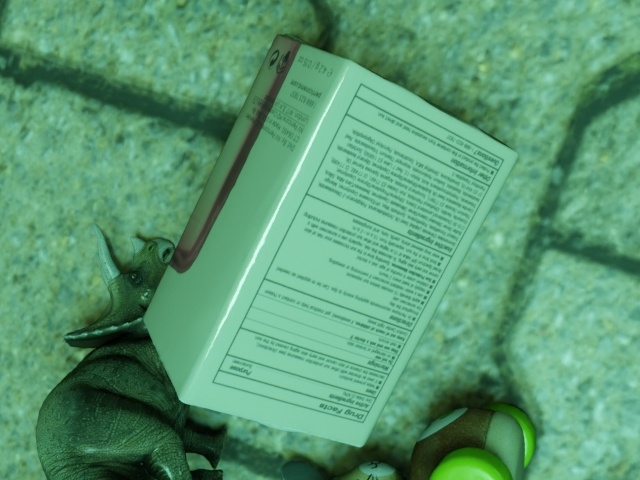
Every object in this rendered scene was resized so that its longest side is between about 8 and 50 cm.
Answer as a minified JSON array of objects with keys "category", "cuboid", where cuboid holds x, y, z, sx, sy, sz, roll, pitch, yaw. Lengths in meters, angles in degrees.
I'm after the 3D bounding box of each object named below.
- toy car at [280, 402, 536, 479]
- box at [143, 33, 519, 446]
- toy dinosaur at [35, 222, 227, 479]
[{"category":"toy car","cuboid":[0.046,0.184,0.579,0.188,0.155,0.149,5,94,20]},{"category":"box","cuboid":[0.000,0.000,0.562,0.148,0.127,0.232,22,100,-30]},{"category":"toy dinosaur","cuboid":[-0.139,0.136,0.596,0.160,0.314,0.121,20,126,-10]}]
